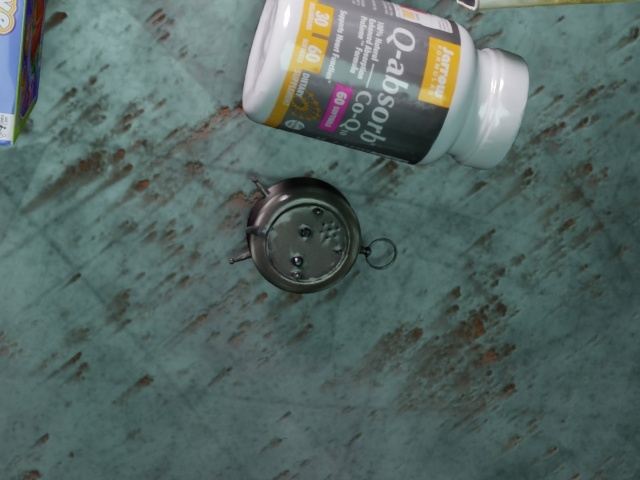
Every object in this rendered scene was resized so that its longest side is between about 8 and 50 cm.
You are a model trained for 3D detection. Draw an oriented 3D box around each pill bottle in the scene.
[{"bbox_3d":[0.068,-0.171,1.183,0.278,0.162,0.162,13,105,-13],"label":"pill bottle"}]

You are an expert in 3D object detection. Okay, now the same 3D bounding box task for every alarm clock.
[{"bbox_3d":[0.000,0.000,1.281,0.192,0.064,0.129,12,105,-16],"label":"alarm clock"}]

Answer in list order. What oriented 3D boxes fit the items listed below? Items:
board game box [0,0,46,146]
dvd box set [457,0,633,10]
[{"bbox_3d":[-0.302,-0.285,1.048,0.078,0.233,0.347,7,107,-11],"label":"board game box"},{"bbox_3d":[0.348,-0.401,1.130,0.420,0.062,0.307,-7,112,-13],"label":"dvd box set"}]
